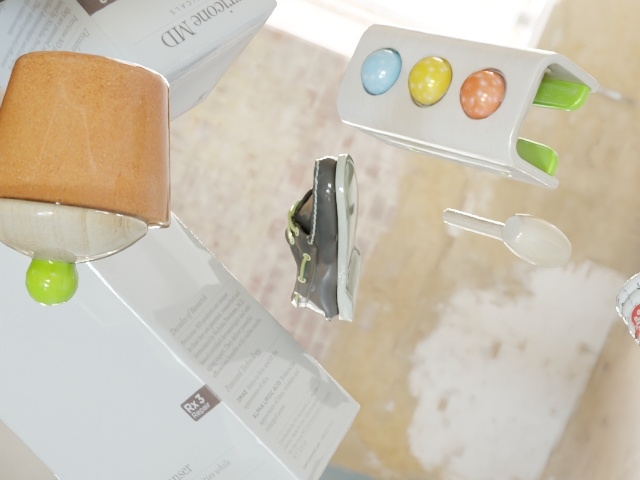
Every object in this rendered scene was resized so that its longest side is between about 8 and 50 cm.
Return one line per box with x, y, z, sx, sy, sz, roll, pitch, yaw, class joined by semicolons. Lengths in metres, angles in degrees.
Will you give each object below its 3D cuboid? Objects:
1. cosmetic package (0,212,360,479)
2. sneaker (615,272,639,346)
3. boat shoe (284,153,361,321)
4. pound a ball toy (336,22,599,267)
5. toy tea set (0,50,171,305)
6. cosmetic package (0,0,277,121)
-0.179;0.108;1.371;0.217;0.385;0.156;-43;6;31;cosmetic package
0.404;0.089;1.451;0.090;0.270;0.145;-53;49;32;sneaker
0.000;0.000;1.387;0.228;0.068;0.081;87;-168;-53;boat shoe
0.147;-0.115;1.588;0.319;0.135;0.208;21;87;48;pound a ball toy
-0.213;-0.018;0.608;0.200;0.336;0.124;12;-96;-47;toy tea set
-0.165;-0.179;1.126;0.151;0.184;0.151;-39;-3;-39;cosmetic package
